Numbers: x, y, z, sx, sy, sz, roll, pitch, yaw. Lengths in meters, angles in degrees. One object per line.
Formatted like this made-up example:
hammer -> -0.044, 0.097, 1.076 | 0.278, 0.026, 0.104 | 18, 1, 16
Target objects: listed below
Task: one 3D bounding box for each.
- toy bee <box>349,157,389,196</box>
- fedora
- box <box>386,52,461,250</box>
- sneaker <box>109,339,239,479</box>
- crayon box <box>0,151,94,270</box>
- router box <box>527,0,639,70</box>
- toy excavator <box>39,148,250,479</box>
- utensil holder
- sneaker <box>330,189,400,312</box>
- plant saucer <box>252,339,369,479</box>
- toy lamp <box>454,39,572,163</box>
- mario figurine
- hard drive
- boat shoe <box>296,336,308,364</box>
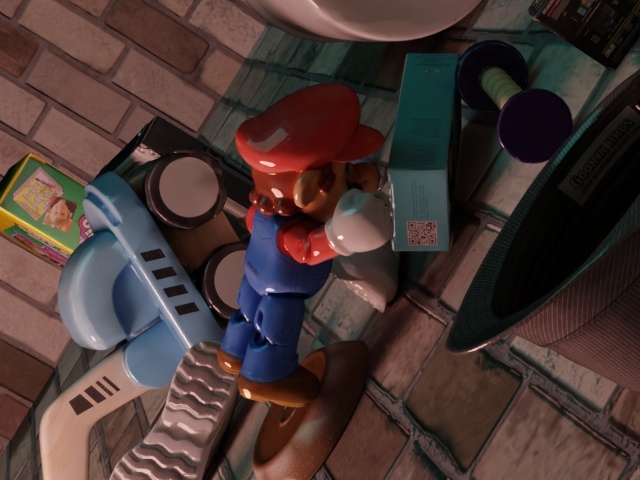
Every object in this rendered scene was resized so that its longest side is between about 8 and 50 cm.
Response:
toy bee -> -0.011, -0.110, 2.083 | 0.195, 0.162, 0.298 | -62, 13, -23
fedora -> 0.212, 0.004, 1.080 | 0.243, 0.124, 0.275 | -41, 13, 47
box -> 0.111, -0.097, 1.722 | 0.244, 0.060, 0.101 | -78, -14, -55
sneaker -> -0.163, 0.255, 2.028 | 0.281, 0.105, 0.115 | -59, -16, 6
crayon box -> -0.329, 0.010, 2.530 | 0.106, 0.363, 0.313 | -61, 13, -11
router box -> 0.261, -0.230, 1.499 | 0.122, 0.092, 0.038 | -55, 14, 14
toy excavator -> -0.264, 0.148, 2.216 | 0.445, 0.433, 0.222 | -32, 8, -14
utensil holder -> 0.056, -0.422, 2.205 | 0.328, 0.327, 0.385 | -58, 16, 1
sneaker -> 0.050, 0.004, 1.781 | 0.095, 0.090, 0.235 | -46, 17, 6
plant saucer -> -0.019, 0.183, 1.725 | 0.199, 0.036, 0.198 | -53, 14, 19
toy lamp -> 0.184, -0.146, 1.631 | 0.080, 0.080, 0.275 | -56, 15, 10
mario figurine -> 0.000, 0.000, 1.640 | 0.170, 0.198, 0.321 | -20, -52, -55
hard drive -> -0.218, -0.064, 2.574 | 0.339, 0.237, 0.064 | -30, 32, 63
boat shoe -> -0.033, 0.152, 1.864 | 0.100, 0.035, 0.035 | -82, -2, -53
